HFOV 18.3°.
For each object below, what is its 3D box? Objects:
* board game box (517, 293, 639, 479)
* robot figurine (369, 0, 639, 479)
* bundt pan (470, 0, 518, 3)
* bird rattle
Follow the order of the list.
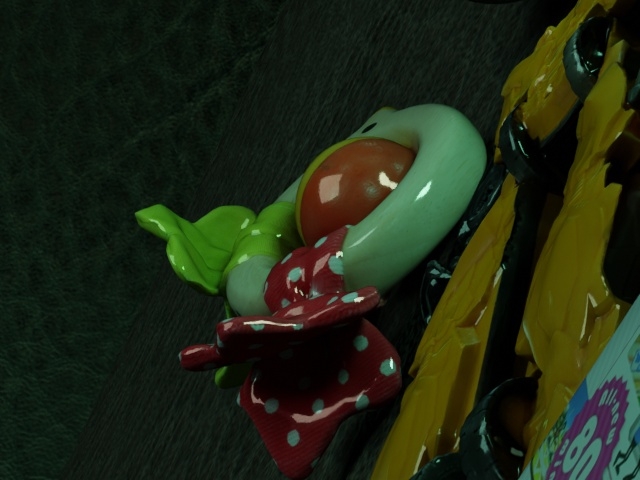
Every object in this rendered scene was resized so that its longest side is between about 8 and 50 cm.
[{"bbox_3d":[0.081,0.101,0.322,0.303,0.097,0.224,-60,9,20],"label":"board game box"},{"bbox_3d":[0.087,0.019,0.589,0.211,0.085,0.291,-52,13,46],"label":"robot figurine"},{"bbox_3d":[0.140,-0.268,1.077,0.331,0.124,0.331,-60,9,15],"label":"bundt pan"},{"bbox_3d":[0.000,0.000,1.066,0.207,0.143,0.253,-46,10,-6],"label":"bird rattle"}]
